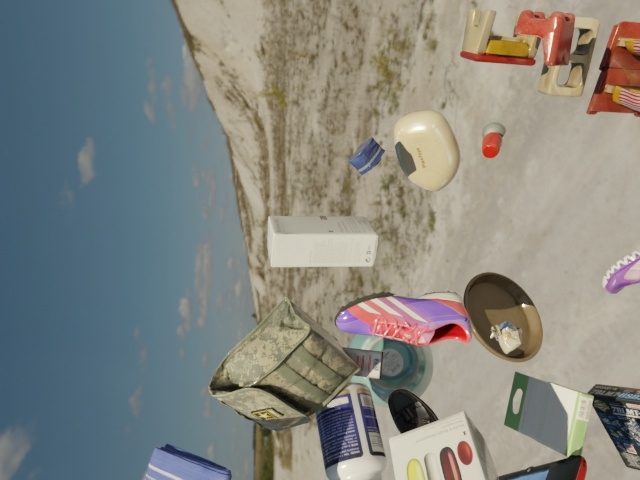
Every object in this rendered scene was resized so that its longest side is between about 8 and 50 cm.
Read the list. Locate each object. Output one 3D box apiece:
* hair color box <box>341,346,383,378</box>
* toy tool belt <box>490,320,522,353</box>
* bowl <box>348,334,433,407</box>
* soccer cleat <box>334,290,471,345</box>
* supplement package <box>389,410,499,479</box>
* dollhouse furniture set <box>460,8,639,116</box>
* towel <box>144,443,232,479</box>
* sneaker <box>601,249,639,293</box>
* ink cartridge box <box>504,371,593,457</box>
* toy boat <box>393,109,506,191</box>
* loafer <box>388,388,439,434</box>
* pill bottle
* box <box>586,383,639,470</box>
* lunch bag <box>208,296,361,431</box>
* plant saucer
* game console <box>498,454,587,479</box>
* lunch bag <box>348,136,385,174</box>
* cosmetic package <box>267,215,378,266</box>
[{"bbox_3d":[0.092,0.321,1.329,0.043,0.141,0.072,47,-131,-69],"label":"hair color box"},{"bbox_3d":[0.332,0.165,0.903,0.051,0.052,0.083,51,-165,8],"label":"toy tool belt"},{"bbox_3d":[0.243,0.417,1.724,0.163,0.311,0.312,75,-166,-75],"label":"bowl"},{"bbox_3d":[0.193,0.189,1.150,0.109,0.317,0.117,100,163,-44],"label":"soccer cleat"},{"bbox_3d":[0.278,0.524,1.096,0.149,0.194,0.203,52,-161,-31],"label":"supplement package"},{"bbox_3d":[0.420,-0.253,0.760,0.201,0.373,0.152,-109,21,-64],"label":"dollhouse furniture set"},{"bbox_3d":[-0.284,0.587,0.963,0.040,0.243,0.336,29,-114,-46],"label":"towel"},{"bbox_3d":[0.770,0.061,1.156,0.236,0.095,0.105,-48,54,33],"label":"sneaker"},{"bbox_3d":[0.635,0.483,1.417,0.235,0.056,0.171,-179,105,-69],"label":"ink cartridge box"},{"bbox_3d":[0.387,-0.281,1.509,0.148,0.318,0.268,-60,-42,-46],"label":"toy boat"},{"bbox_3d":[0.279,0.520,1.308,0.303,0.109,0.095,56,-179,24],"label":"loafer"},{"bbox_3d":[0.076,0.501,1.233,0.153,0.153,0.265,99,163,-52],"label":"pill bottle"},{"bbox_3d":[1.040,0.604,1.581,0.294,0.073,0.295,61,157,-1],"label":"box"},{"bbox_3d":[-0.090,0.321,1.196,0.235,0.287,0.169,47,178,-39],"label":"lunch bag"},{"bbox_3d":[0.528,0.225,1.473,0.041,0.277,0.278,128,147,-51],"label":"plant saucer"},{"bbox_3d":[0.498,0.725,1.292,0.342,0.060,0.387,-48,-4,-39],"label":"game console"},{"bbox_3d":[0.132,-0.231,1.389,0.098,0.065,0.067,-53,16,-31],"label":"lunch bag"},{"bbox_3d":[0.000,0.000,1.126,0.117,0.230,0.086,-117,30,-64],"label":"cosmetic package"}]
